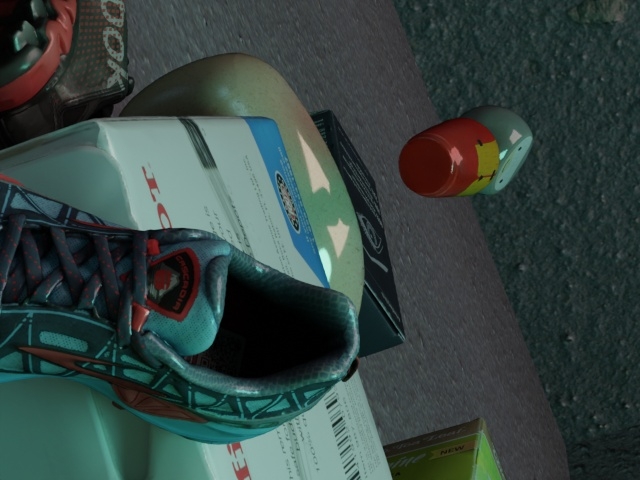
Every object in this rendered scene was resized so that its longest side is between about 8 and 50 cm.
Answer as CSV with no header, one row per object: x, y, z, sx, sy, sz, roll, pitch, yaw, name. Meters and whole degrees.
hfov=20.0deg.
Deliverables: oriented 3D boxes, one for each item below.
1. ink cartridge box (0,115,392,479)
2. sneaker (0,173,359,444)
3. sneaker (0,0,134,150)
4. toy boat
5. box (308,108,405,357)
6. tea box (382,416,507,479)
-0.102,0.080,1.114,0.395,0.166,0.285,-16,88,-78,ink cartridge box
-0.094,0.018,0.818,0.262,0.125,0.104,17,67,-33,sneaker
-0.177,-0.153,1.223,0.276,0.098,0.135,-77,154,-44,sneaker
0.001,-0.027,1.366,0.148,0.318,0.267,-18,91,-61,toy boat
0.000,0.000,1.826,0.153,0.108,0.207,56,21,-54,box
0.066,0.357,1.351,0.323,0.220,0.329,-67,138,-73,tea box
